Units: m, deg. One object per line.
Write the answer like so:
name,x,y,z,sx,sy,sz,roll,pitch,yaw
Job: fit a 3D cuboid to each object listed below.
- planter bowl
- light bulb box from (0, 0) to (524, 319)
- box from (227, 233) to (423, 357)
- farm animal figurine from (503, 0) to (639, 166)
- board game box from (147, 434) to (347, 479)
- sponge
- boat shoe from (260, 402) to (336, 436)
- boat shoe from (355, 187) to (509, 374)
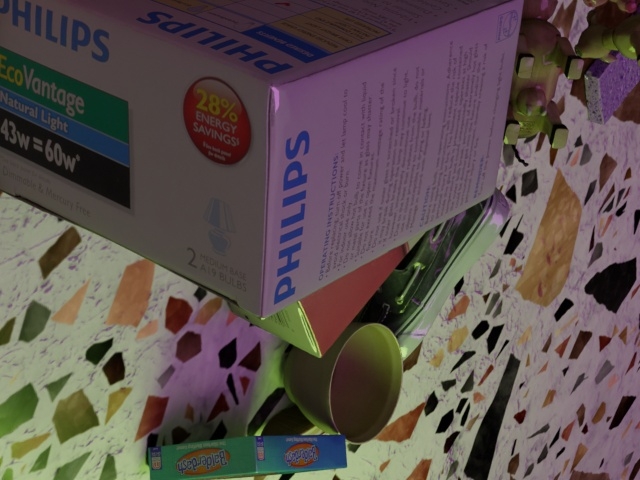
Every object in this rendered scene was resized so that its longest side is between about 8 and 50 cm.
planter bowl,0.021,0.181,1.962,0.162,0.109,0.162,-13,107,-49
light bulb box,-0.062,-0.140,1.392,0.361,0.358,0.225,-26,130,-44
box,0.000,0.000,1.782,0.232,0.149,0.127,-50,145,-24
farm animal figurine,0.309,-0.265,1.948,0.330,0.172,0.326,18,115,-19
board game box,-0.088,0.271,1.835,0.210,0.160,0.047,11,71,-57
sponge,0.506,-0.299,2.432,0.210,0.031,0.117,-50,146,-23
boat shoe,-0.018,0.258,2.019,0.170,0.063,0.059,-29,128,-45
boat shoe,0.117,0.043,2.025,0.119,0.121,0.335,29,104,-20
